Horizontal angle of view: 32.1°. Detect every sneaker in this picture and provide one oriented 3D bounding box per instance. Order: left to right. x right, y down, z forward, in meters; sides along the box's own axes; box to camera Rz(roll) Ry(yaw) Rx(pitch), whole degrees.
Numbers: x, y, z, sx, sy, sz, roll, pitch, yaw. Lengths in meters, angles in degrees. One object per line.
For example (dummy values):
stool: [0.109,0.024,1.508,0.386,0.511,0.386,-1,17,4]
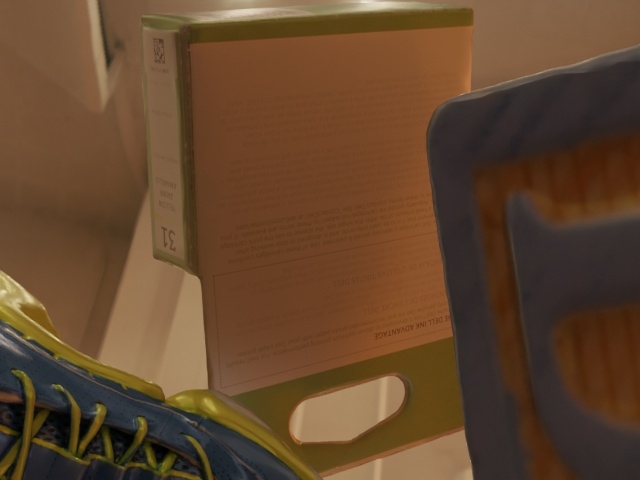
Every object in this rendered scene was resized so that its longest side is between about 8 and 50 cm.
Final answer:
sneaker: [-0.096,0.078,0.370,0.240,0.126,0.091,29,-86,8]

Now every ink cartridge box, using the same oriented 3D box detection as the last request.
ink cartridge box: [0.000,0.000,0.571,0.171,0.056,0.235,-11,-72,-34]

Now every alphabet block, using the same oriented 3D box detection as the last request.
alphabet block: [0.174,0.033,0.408,0.192,0.193,0.197,-10,-9,34]
